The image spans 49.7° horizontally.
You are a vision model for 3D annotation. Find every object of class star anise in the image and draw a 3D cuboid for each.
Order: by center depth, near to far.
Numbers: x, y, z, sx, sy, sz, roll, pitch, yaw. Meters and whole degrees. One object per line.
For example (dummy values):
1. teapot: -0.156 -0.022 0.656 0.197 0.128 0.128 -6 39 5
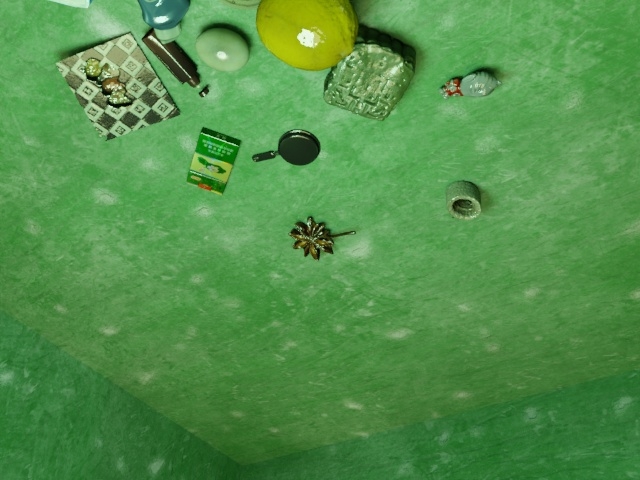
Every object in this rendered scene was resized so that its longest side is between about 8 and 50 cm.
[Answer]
1. star anise: 0.002 0.002 2.427 0.234 0.073 0.177 20 130 13

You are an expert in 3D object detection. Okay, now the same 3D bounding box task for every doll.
1. doll: 0.414 -0.427 1.914 0.180 0.079 0.094 -5 152 33

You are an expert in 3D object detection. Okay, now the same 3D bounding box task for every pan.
1. pan: -0.113 -0.278 2.188 0.235 0.028 0.136 -12 133 21

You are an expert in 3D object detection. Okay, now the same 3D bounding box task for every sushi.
1. sushi: -0.602 -0.459 2.065 0.264 0.050 0.290 -19 130 8

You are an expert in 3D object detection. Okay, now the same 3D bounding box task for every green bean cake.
1. green bean cake: 0.130 -0.458 1.894 0.222 0.125 0.227 18 131 -11

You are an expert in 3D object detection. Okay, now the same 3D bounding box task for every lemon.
1. lemon: -0.034 -0.546 1.736 0.263 0.236 0.236 12 137 2

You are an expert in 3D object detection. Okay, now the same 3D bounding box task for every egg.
1. egg: -0.269 -0.522 1.892 0.152 0.114 0.114 18 137 -3

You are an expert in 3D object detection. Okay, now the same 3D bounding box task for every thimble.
1. thimble: 0.457 -0.129 2.209 0.102 0.090 0.115 -33 122 32

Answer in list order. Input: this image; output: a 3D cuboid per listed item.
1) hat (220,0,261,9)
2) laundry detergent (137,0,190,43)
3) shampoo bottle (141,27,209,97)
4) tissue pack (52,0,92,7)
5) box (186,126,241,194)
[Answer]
1. hat: -0.206 -0.669 1.730 0.252 0.110 0.252 5 136 5
2. laundry detergent: -0.419 -0.652 1.792 0.143 0.094 0.290 -21 140 -12
3. shampoo bottle: -0.407 -0.504 1.973 0.067 0.068 0.236 -22 127 29
4. tissue pack: -0.606 -0.692 1.658 0.198 0.263 0.146 12 138 -4
5. box: -0.351 -0.254 2.249 0.132 0.034 0.235 19 137 -11
